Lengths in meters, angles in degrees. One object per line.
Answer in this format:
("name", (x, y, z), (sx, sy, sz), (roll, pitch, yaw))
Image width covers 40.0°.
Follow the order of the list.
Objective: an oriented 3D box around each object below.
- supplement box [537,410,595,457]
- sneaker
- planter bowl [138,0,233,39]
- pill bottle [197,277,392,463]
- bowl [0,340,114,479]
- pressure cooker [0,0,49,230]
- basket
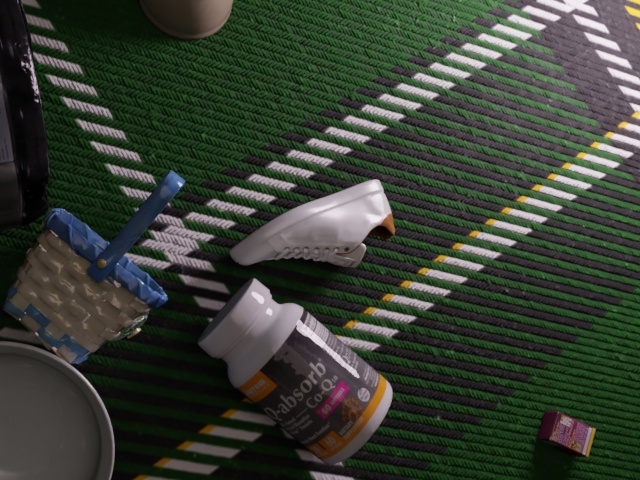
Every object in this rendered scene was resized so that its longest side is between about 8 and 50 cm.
("supplement box", (0.429, 0.338, 1.534), (0.083, 0.043, 0.055), (27, 72, -13))
("sneaker", (0.000, 0.000, 1.417), (0.290, 0.106, 0.123), (-22, 85, -23))
("planter bowl", (-0.209, -0.423, 1.427), (0.162, 0.109, 0.162), (4, 78, -19))
("pill bottle", (-0.039, 0.196, 1.335), (0.278, 0.162, 0.162), (41, 69, -8))
("bowl", (-0.421, 0.267, 1.181), (0.298, 0.134, 0.298), (-1, 96, -7))
("pressure cooker", (-0.580, -0.166, 1.096), (0.420, 0.375, 0.370), (-13, 76, -23))
("basket", (-0.292, 0.017, 1.240), (0.201, 0.255, 0.289), (36, 89, -9))
